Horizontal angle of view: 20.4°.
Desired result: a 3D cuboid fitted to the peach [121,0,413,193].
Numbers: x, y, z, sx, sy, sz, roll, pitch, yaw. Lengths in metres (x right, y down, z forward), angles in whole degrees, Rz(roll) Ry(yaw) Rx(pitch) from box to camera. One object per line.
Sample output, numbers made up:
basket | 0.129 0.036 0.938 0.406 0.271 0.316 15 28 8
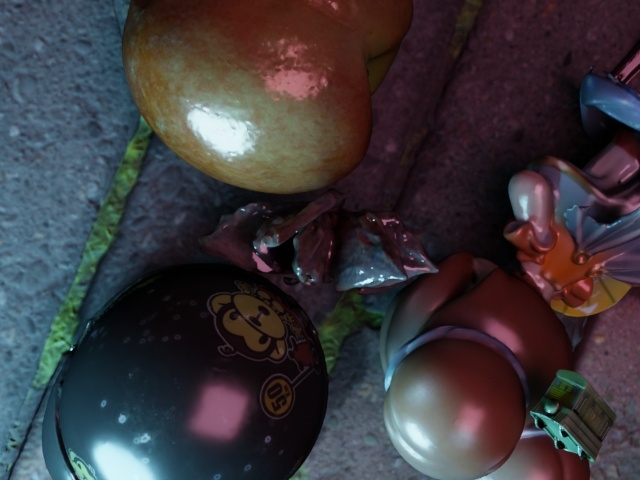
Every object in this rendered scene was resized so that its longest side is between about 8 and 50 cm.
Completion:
peach | -0.049 -0.169 1.517 0.252 0.252 0.252 -4 103 -18

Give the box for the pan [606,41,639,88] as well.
pan | 0.349 -0.219 1.737 0.115 0.040 0.212 43 86 -16

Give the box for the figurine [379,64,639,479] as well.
figurine | 0.215 0.062 1.659 0.388 0.248 0.276 -46 135 -2

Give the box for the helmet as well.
helmet | -0.125 0.146 1.559 0.279 0.160 0.230 -38 89 -2

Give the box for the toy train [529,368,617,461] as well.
toy train | 0.220 0.152 1.538 0.056 0.038 0.093 -58 139 -12

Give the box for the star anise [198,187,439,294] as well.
star anise | 0.000 0.000 1.557 0.209 0.231 0.089 6 84 -9
